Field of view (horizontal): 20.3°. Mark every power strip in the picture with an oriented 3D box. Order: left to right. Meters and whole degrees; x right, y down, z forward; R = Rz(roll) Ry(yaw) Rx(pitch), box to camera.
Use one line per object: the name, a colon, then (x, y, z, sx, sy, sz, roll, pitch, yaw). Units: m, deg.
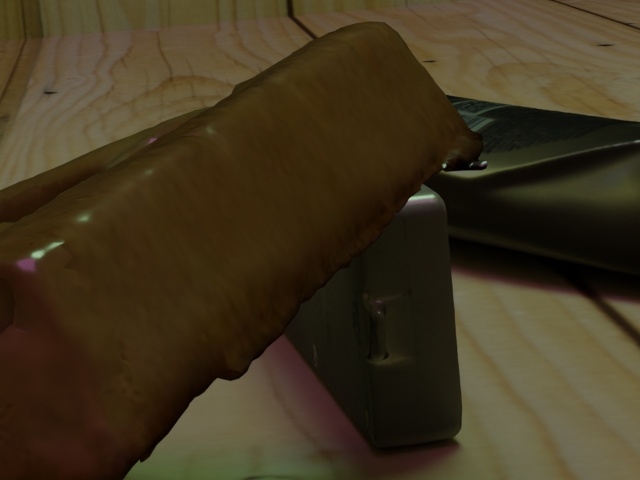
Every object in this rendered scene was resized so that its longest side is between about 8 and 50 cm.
power strip: (0.000, 0.000, 0.888, 0.043, 0.106, 0.367, -7, 13, -11)

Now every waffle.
waffle: (-0.119, 0.035, 0.584, 0.304, 0.078, 0.348, -24, 8, 24)

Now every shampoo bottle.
shampoo bottle: (0.146, -0.031, 1.027, 0.125, 0.084, 0.350, -16, 17, -35)
